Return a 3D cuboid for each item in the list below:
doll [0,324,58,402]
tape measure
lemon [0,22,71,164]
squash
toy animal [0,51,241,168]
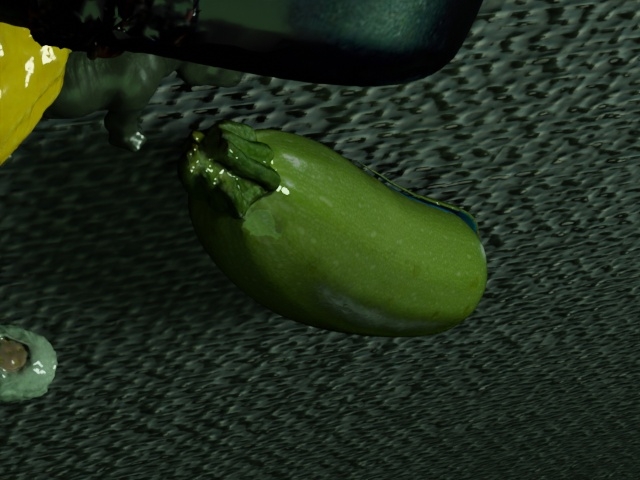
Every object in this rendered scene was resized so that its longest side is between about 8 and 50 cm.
[{"bbox_3d":[-0.235,0.088,1.024,0.214,0.072,0.103,-23,144,27],"label":"doll"},{"bbox_3d":[-0.044,-0.119,0.547,0.202,0.223,0.135,11,102,-18],"label":"tape measure"},{"bbox_3d":[-0.163,-0.064,0.692,0.155,0.114,0.114,-17,157,-20],"label":"lemon"},{"bbox_3d":[0.000,0.000,1.011,0.094,0.094,0.341,-29,159,19],"label":"squash"},{"bbox_3d":[-0.086,-0.073,0.823,0.135,0.047,0.065,-9,147,-14],"label":"toy animal"}]
